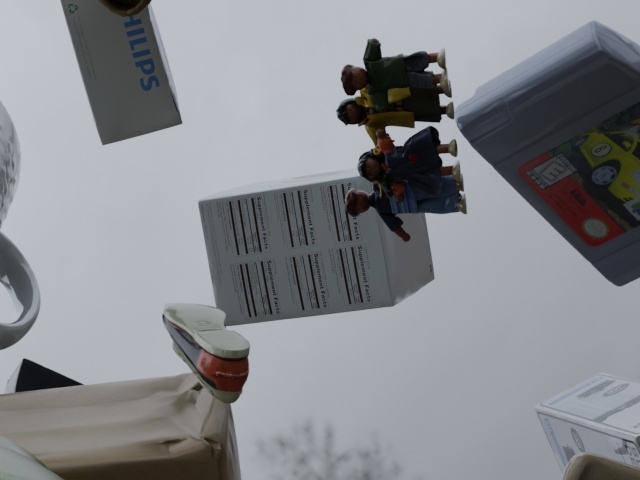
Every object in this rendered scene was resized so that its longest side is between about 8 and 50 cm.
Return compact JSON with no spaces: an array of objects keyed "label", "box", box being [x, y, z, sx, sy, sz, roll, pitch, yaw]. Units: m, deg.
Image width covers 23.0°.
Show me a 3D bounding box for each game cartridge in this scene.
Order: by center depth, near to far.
[{"label":"game cartridge","box":[0.296,-0.081,1.558,0.196,0.060,0.294,-32,-56,28]}]

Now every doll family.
[{"label":"doll family","box":[0.066,-0.087,1.395,0.111,0.193,0.076,-7,12,8]}]

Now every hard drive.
[{"label":"hard drive","box":[-0.279,0.236,1.988,0.054,0.254,0.172,-67,11,-22]}]

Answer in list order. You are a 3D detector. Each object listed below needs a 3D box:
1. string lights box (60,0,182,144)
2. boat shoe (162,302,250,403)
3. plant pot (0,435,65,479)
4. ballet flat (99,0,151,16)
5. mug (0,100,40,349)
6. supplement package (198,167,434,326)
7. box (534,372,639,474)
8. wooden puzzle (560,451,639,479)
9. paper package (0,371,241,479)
[{"label":"string lights box","box":[-0.184,-0.176,1.463,0.076,0.133,0.260,-15,12,-4]},{"label":"boat shoe","box":[-0.088,0.081,1.196,0.049,0.137,0.043,-3,-73,-24]},{"label":"plant pot","box":[-0.249,0.274,0.991,0.366,0.366,0.353,-43,15,-3]},{"label":"ballet flat","box":[-0.217,-0.292,1.181,0.116,0.124,0.342,-14,-40,23]},{"label":"mug","box":[-0.490,-0.015,1.900,0.276,0.374,0.328,-41,17,17]},{"label":"supplement package","box":[0.000,0.000,1.781,0.203,0.149,0.194,-8,5,19]},{"label":"box","box":[0.326,0.233,1.571,0.087,0.169,0.290,-24,6,-11]},{"label":"wooden puzzle","box":[0.325,0.385,1.372,0.080,0.347,0.322,-156,85,-77]},{"label":"paper package","box":[-0.215,0.297,1.373,0.309,0.168,0.325,-5,-70,1]}]
